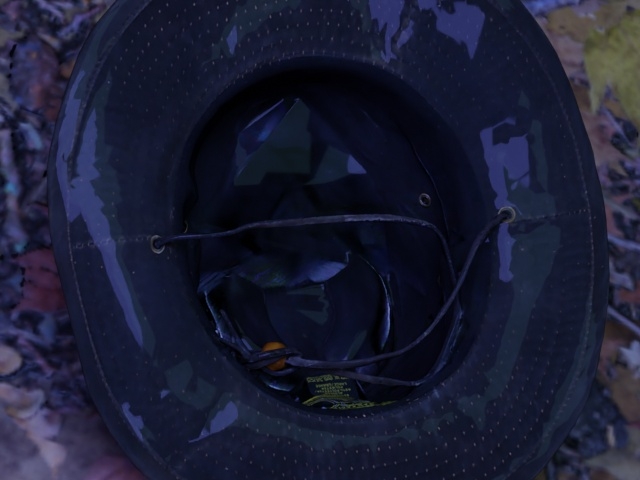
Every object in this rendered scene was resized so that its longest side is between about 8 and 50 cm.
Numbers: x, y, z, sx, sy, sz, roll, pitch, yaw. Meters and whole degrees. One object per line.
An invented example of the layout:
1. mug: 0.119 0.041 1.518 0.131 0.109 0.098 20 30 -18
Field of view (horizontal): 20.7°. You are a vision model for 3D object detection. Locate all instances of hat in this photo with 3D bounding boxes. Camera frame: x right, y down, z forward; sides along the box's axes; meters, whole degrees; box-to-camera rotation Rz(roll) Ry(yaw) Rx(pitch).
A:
1. hat: 0.000 0.000 0.962 0.331 0.134 0.331 1 83 -12
